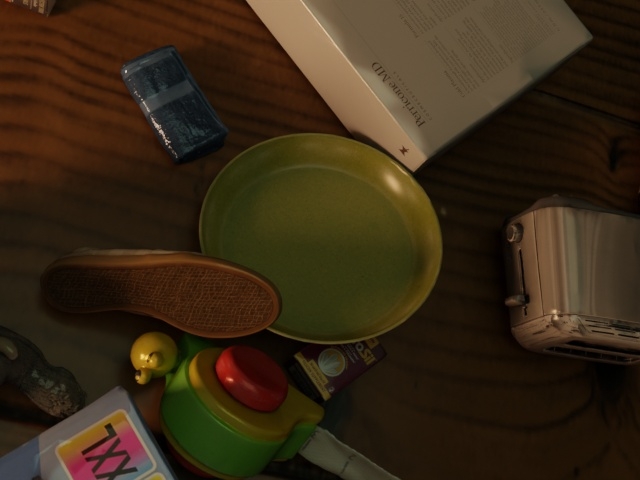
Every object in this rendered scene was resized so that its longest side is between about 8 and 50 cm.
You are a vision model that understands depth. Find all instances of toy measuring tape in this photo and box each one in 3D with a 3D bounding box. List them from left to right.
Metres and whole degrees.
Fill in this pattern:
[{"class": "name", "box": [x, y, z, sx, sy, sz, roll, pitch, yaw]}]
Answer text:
[{"class": "toy measuring tape", "box": [-0.032, 0.188, 0.847, 0.330, 0.121, 0.121, 35, 64, -5]}]

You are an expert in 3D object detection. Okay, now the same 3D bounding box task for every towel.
[{"class": "towel", "box": [-0.149, -0.139, 0.972, 0.067, 0.029, 0.119, -29, 83, -25]}]

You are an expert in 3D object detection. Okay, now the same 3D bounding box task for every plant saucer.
[{"class": "plant saucer", "box": [0.000, 0.000, 0.947, 0.241, 0.037, 0.241, 4, 59, -7]}]

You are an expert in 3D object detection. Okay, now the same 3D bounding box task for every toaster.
[{"class": "toaster", "box": [0.299, 0.048, 1.014, 0.227, 0.129, 0.146, 10, 72, -18]}]

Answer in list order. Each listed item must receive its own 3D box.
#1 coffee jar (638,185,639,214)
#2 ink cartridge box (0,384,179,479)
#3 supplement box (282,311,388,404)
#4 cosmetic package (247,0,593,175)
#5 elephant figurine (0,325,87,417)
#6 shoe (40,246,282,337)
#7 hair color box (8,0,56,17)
[{"class": "coffee jar", "box": [0.428, -0.106, 1.128, 0.079, 0.096, 0.184, 17, 67, -10]}, {"class": "ink cartridge box", "box": [-0.250, 0.324, 0.689, 0.395, 0.151, 0.270, -30, 81, -16]}, {"class": "supplement box", "box": [0.014, 0.117, 0.932, 0.083, 0.043, 0.055, -33, 84, -27]}, {"class": "cosmetic package", "box": [0.081, -0.288, 1.069, 0.284, 0.097, 0.377, -35, 86, -28]}, {"class": "elephant figurine", "box": [-0.333, 0.080, 0.772, 0.186, 0.169, 0.239, -21, 96, 4]}, {"class": "shoe", "box": [-0.139, 0.037, 0.861, 0.219, 0.058, 0.076, 7, 112, 7]}, {"class": "hair color box", "box": [-0.264, -0.322, 0.960, 0.053, 0.093, 0.167, 21, 66, -11]}]
